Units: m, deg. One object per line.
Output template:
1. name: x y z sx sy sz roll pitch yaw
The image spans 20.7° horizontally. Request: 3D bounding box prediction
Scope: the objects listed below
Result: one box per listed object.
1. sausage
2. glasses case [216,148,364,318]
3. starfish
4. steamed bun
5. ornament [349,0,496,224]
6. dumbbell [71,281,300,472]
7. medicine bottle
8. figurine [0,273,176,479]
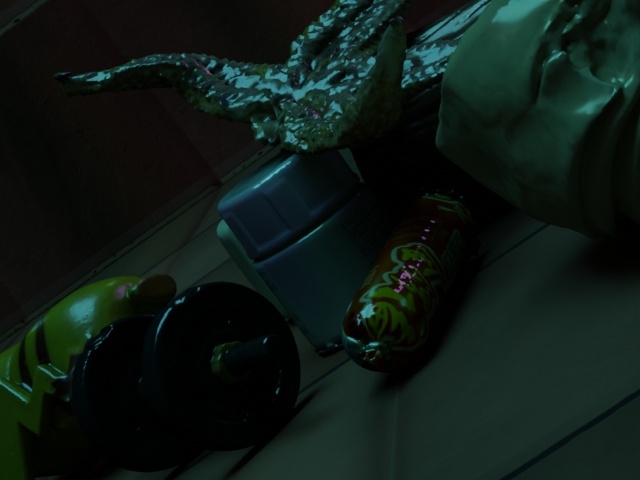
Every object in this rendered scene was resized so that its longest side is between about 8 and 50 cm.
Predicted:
1. sausage: 0.072 0.042 1.443 0.083 0.083 0.264 -32 11 26
2. glasses case: 0.045 -0.056 1.862 0.313 0.131 0.070 -39 9 -14
3. starfish: 0.006 -0.176 1.571 0.384 0.132 0.398 -36 27 -16
4. steamed bun: 0.247 -0.126 1.234 0.289 0.203 0.276 -37 -17 -14
5. ornament: 0.151 -0.133 1.683 0.217 0.235 0.221 -29 37 26
6. dumbbell: -0.119 0.121 1.526 0.143 0.143 0.325 -42 11 -33
7. medicine bottle: 0.000 0.000 1.615 0.135 0.168 0.135 -36 9 7
8. figurine: -0.268 0.169 1.826 0.169 0.218 0.327 10 -35 -39
